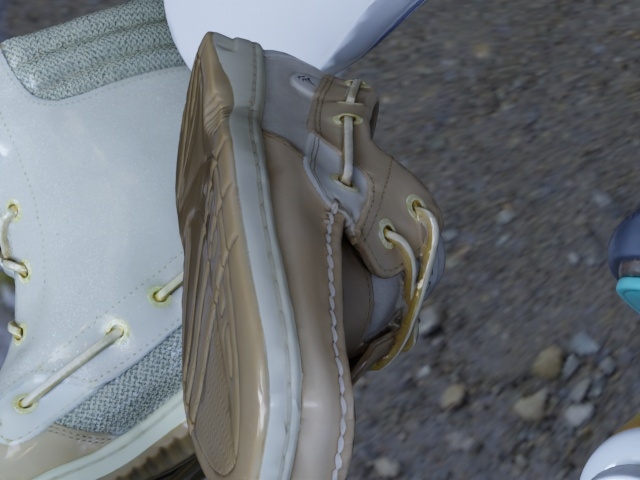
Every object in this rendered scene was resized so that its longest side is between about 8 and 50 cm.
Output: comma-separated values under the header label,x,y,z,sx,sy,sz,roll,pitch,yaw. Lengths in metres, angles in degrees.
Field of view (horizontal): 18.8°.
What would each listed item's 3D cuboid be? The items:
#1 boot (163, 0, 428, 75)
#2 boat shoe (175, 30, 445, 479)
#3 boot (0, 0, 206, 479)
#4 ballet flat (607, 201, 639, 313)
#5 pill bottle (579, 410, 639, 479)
label,x,y,z,sx,sy,sz,roll,pitch,yaw
boot,0.030,-0.096,0.570,0.190,0.086,0.069,-23,89,56
boat shoe,0.000,0.000,0.440,0.059,0.170,0.063,7,120,-10
boot,-0.101,0.021,0.680,0.213,0.077,0.165,-32,72,-9
ballet flat,0.150,0.022,0.665,0.074,0.203,0.074,-9,64,19
pill bottle,0.255,0.180,1.396,0.118,0.208,0.117,7,106,27
